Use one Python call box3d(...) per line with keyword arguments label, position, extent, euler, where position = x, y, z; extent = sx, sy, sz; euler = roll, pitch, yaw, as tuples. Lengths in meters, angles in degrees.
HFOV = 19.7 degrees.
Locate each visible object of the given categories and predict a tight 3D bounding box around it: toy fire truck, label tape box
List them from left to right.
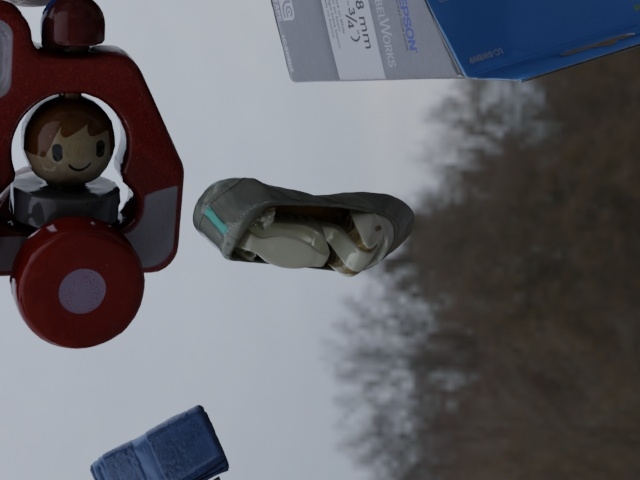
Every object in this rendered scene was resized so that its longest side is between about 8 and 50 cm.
box3d(label="toy fire truck", position=(-0.251, -0.062, 1.400), extent=(0.169, 0.302, 0.254), euler=(-129, 41, -62))
box3d(label="label tape box", position=(0.147, -0.212, 1.587), extent=(0.334, 0.241, 0.106), euler=(6, 112, 57))

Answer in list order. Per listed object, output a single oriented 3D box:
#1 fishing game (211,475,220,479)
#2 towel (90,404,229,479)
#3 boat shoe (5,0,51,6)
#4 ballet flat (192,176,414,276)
box3d(label="fishing game", position=(-0.113, 0.238, 1.499), extent=(0.189, 0.264, 0.041), euler=(-52, 54, 44))
box3d(label="towel", position=(-0.143, 0.200, 1.641), extent=(0.067, 0.119, 0.029), euler=(64, -173, 25))
box3d(label="boat shoe", position=(-0.108, -0.270, 1.436), extent=(0.112, 0.335, 0.095), euler=(63, 161, 22))
box3d(label="ballet flat", position=(0.000, 0.000, 1.365), extent=(0.068, 0.213, 0.072), euler=(48, 119, 40))
